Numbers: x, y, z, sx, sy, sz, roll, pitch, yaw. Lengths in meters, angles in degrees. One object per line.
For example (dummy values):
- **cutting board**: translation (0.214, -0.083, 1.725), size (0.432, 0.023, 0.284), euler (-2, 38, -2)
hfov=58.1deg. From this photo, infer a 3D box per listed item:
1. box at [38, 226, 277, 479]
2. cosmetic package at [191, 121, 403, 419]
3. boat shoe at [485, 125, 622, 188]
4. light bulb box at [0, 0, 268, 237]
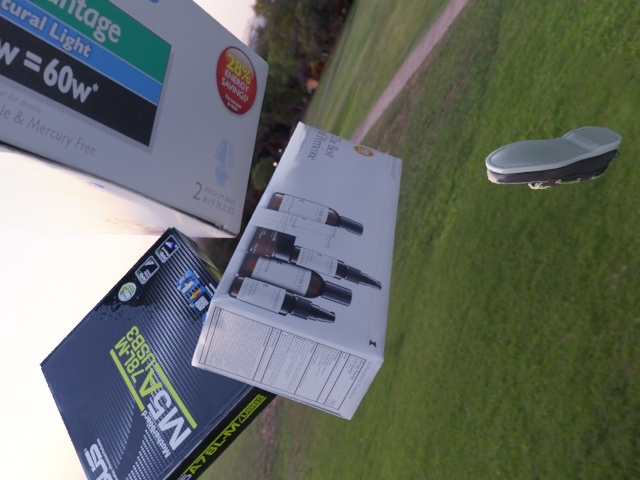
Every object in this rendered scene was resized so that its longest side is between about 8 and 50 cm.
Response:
- **box**: translation (-0.140, 0.109, 0.496), size (0.184, 0.045, 0.191), euler (-45, 53, -1)
- **cosmetic package**: translation (0.000, 0.000, 0.407), size (0.239, 0.099, 0.060), euler (-75, 7, -55)
- **boat shoe**: translation (0.341, -0.109, 0.846), size (0.081, 0.228, 0.068), euler (-125, 27, -48)
- **light bulb box**: translation (-0.312, -0.150, 0.616), size (0.358, 0.361, 0.225), euler (25, -110, -57)
